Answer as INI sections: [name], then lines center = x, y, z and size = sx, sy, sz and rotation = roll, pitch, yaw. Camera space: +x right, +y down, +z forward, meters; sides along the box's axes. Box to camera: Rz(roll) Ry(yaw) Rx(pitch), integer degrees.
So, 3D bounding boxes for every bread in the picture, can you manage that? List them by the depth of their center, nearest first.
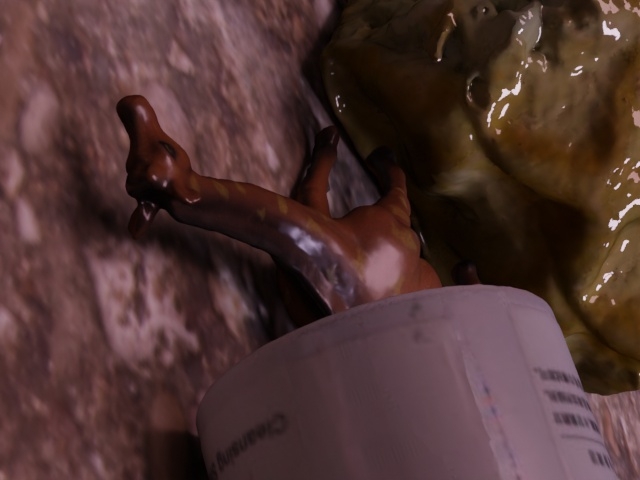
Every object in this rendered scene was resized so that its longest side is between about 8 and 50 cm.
[bread]
center = 0.130, -0.052, 0.865
size = 0.196, 0.238, 0.252
rotation = -40, 109, -24

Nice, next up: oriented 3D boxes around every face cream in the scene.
[face cream]
center = 0.070, 0.207, 0.529
size = 0.145, 0.145, 0.370
rotation = 28, 39, -56

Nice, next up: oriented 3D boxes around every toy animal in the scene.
[toy animal]
center = 0.000, 0.000, 0.695
size = 0.224, 0.066, 0.230
rotation = 57, 23, -17
